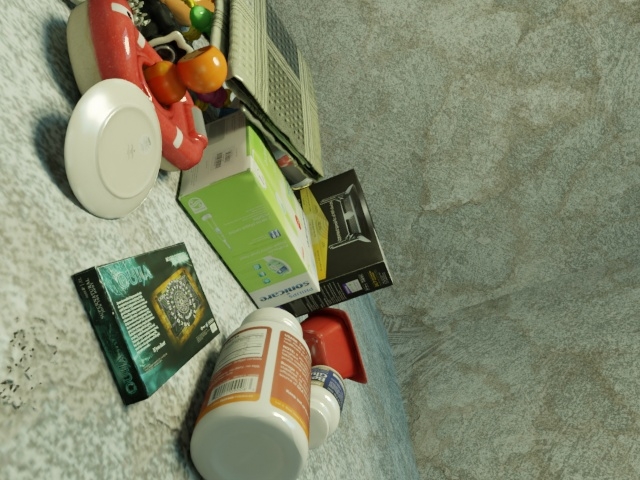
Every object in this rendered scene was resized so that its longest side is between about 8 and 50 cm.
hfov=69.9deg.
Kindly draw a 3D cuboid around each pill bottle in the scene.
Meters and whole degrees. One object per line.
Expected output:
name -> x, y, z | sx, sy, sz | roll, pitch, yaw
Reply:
pill bottle -> -0.098, -0.232, 1.123 | 0.318, 0.176, 0.177 | 33, 38, -76
pill bottle -> -0.071, 0.175, 0.552 | 0.216, 0.121, 0.121 | -88, 156, -67
pill bottle -> -0.010, 0.283, 0.781 | 0.169, 0.094, 0.094 | -16, 86, -82

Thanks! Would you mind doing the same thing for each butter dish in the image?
butter dish -> -0.004, 0.223, 0.920 | 0.159, 0.118, 0.160 | -2, -73, 57

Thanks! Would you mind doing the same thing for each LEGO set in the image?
LEGO set -> -0.239, -0.282, 0.549 | 0.083, 0.054, 0.023 | -1, 50, -42

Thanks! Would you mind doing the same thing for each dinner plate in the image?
dinner plate -> -0.200, -0.090, 0.468 | 0.141, 0.017, 0.141 | 11, 90, -78

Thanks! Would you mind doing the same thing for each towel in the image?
towel -> -0.090, -0.303, 0.842 | 0.312, 0.056, 0.325 | 43, 35, -54

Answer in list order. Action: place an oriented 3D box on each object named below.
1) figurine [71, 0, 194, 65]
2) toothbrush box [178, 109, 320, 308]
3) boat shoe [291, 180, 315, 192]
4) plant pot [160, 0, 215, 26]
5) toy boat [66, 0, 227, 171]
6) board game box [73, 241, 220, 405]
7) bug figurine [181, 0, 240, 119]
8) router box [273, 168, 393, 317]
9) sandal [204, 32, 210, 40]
figurine -> -0.282, -0.365, 0.628 | 0.210, 0.092, 0.215 | 66, 6, 27
toothbrush box -> -0.114, -0.050, 0.801 | 0.206, 0.122, 0.283 | -101, 169, -49
boat shoe -> -0.070, -0.197, 1.448 | 0.324, 0.116, 0.097 | 40, 28, -84
plant pot -> -0.233, -0.582, 0.849 | 0.204, 0.290, 0.291 | 53, 9, 0
toy boat -> -0.188, -0.197, 0.564 | 0.231, 0.151, 0.151 | 51, 20, -65
board game box -> -0.170, 0.072, 0.485 | 0.186, 0.026, 0.126 | -40, 110, -81
bug figurine -> -0.185, -0.327, 0.848 | 0.216, 0.072, 0.279 | -46, 139, -72
router box -> 0.000, 0.000, 0.992 | 0.309, 0.242, 0.081 | -100, 167, -46
sandal -> -0.277, -0.543, 1.172 | 0.254, 0.054, 0.097 | 76, 4, -78
